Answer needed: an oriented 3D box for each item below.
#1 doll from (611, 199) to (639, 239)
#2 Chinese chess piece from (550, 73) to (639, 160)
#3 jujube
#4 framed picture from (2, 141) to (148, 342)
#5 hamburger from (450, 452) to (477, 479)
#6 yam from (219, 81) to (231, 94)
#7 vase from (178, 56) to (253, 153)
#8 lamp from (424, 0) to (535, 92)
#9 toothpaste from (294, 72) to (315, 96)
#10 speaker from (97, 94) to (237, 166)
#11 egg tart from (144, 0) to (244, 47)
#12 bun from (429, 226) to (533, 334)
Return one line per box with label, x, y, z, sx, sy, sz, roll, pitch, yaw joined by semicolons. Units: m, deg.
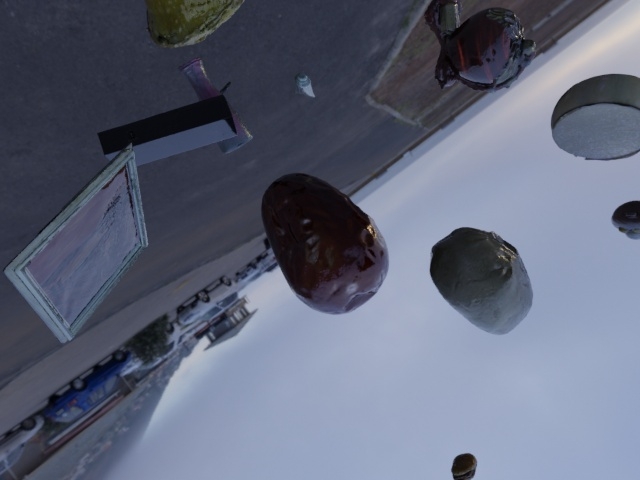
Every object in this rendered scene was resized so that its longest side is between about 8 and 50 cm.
doll;0.807;-0.041;1.016;0.145;0.188;0.096;-158;-96;-88
Chinese chess piece;0.364;-0.155;0.540;0.051;0.122;0.122;-68;-170;-17
jujube;0.000;0.000;0.873;0.223;0.318;0.223;-28;150;-18
framed picture;-0.316;0.018;0.594;0.216;0.016;0.273;-63;-178;-33
hamburger;0.405;0.638;1.187;0.076;0.044;0.083;-26;178;28
yam;-0.306;-0.436;1.267;0.107;0.014;0.014;-44;179;7
vase;-0.249;-0.318;0.995;0.086;0.214;0.086;-26;-159;11
lamp;0.334;-0.424;0.901;0.223;0.215;0.151;-1;-166;21
toothpaste;-0.048;-0.448;1.228;0.255;0.067;0.037;-94;-166;-81
speaker;-0.259;-0.185;0.735;0.218;0.044;0.082;-20;171;-7
egg tart;-0.316;-0.628;1.008;0.345;0.345;0.132;-36;153;14
bun;0.245;0.048;0.634;0.166;0.173;0.113;14;124;-49
